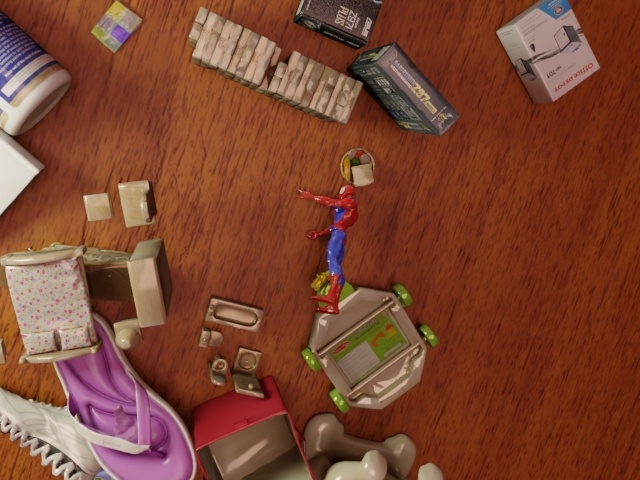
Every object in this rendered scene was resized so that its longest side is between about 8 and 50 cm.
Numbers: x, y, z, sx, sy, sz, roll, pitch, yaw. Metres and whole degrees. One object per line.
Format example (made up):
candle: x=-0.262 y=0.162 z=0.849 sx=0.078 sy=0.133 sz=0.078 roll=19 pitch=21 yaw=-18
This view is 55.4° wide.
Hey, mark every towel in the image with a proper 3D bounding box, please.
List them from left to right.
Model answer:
towel: x=-0.385 y=-0.405 z=1.150 sx=0.060 sy=0.009 sz=0.083 roll=40 pitch=88 yaw=-17

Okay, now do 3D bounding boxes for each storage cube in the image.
storage cube: x=-0.143 y=0.419 z=1.246 sx=0.215 sy=0.193 sz=0.184 roll=-21 pitch=103 yaw=-9

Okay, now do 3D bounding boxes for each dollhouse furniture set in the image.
dollhouse furniture set: x=-0.446 y=0.072 z=1.036 sx=0.355 sy=0.174 sz=0.303 roll=-8 pitch=104 yaw=-9
dollhouse furniture set: x=-0.171 y=0.214 z=1.241 sx=0.144 sy=0.123 sz=0.151 roll=16 pitch=94 yaw=-16

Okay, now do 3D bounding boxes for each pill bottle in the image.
pill bottle: x=-0.579 y=-0.321 z=1.041 sx=0.264 sy=0.153 sz=0.153 roll=44 pitch=87 yaw=-17

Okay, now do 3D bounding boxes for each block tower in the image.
block tower: x=-0.092 y=-0.332 z=1.194 sx=0.335 sy=0.097 sz=0.091 roll=22 pitch=93 yaw=-14

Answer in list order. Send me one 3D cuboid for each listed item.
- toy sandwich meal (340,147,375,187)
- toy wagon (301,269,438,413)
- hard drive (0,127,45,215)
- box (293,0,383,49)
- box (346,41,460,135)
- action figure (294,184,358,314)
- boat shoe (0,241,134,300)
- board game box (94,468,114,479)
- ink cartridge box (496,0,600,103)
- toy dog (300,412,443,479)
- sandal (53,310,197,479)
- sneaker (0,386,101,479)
toy sandwich meal: x=0.082 y=-0.154 z=1.296 sx=0.085 sy=0.029 sz=0.086 roll=-2 pitch=99 yaw=-14
toy wagon: x=0.089 y=0.202 z=1.335 sx=0.267 sy=0.068 sz=0.344 roll=-35 pitch=104 yaw=-7
hard drive: x=-0.674 y=-0.165 z=1.071 sx=0.203 sy=0.040 sz=0.307 roll=-42 pitch=107 yaw=15
box: x=0.048 y=-0.495 z=1.209 sx=0.147 sy=0.077 sz=0.180 roll=19 pitch=93 yaw=-17
box: x=0.154 y=-0.291 z=1.187 sx=0.059 sy=0.233 sz=0.183 roll=-45 pitch=106 yaw=3
action figure: x=0.000 y=0.000 z=1.249 sx=0.139 sy=0.091 sz=0.280 roll=10 pitch=63 yaw=13
boat shoe: x=-0.465 y=0.062 z=1.173 sx=0.285 sy=0.089 sz=0.105 roll=7 pitch=112 yaw=-12
board game box: x=-0.388 y=0.537 z=1.282 sx=0.211 sy=0.039 sz=0.160 roll=-7 pitch=100 yaw=-13
ink cartridge box: x=0.497 y=-0.417 z=1.332 sx=0.139 sy=0.082 sz=0.191 roll=-36 pitch=104 yaw=-6
toy dog: x=0.086 y=0.589 z=1.217 sx=0.284 sy=0.408 sz=0.395 roll=29 pitch=90 yaw=-16
sandal: x=-0.397 y=0.320 z=1.157 sx=0.169 sy=0.102 sz=0.416 roll=-37 pitch=86 yaw=-8
sneaker: x=-0.540 y=0.362 z=1.196 sx=0.292 sy=0.110 sz=0.118 roll=45 pitch=63 yaw=-12
